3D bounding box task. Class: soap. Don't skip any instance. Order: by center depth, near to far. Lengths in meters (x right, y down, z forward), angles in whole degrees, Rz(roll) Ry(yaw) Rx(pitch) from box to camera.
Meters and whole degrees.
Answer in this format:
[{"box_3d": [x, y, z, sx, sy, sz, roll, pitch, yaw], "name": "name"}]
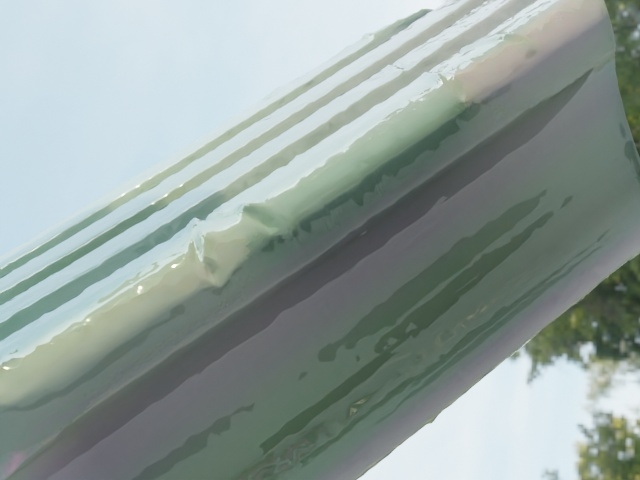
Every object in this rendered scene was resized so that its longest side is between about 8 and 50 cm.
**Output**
[{"box_3d": [0.000, 0.000, 0.477, 0.347, 0.208, 0.115, -35, -72, -22], "name": "soap"}]
